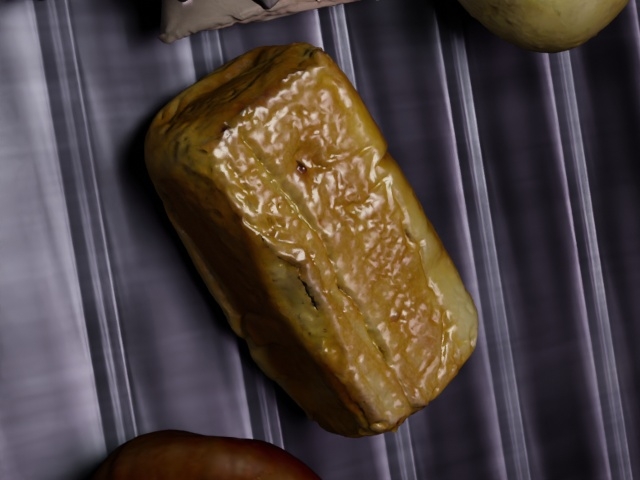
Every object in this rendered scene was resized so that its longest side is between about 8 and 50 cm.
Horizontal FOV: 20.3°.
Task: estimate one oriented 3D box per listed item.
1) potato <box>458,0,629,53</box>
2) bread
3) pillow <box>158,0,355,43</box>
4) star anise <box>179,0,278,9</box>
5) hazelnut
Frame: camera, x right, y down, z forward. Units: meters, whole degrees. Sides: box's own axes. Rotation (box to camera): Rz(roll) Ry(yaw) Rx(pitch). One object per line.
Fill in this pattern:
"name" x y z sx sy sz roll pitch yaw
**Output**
"potato" 0.181 -0.277 1.478 0.243 0.285 0.242 -5 115 -10
"bread" 0.000 0.000 1.353 0.167 0.132 0.294 -45 115 -32
"pillow" -0.037 -0.256 1.385 0.270 0.067 0.173 -17 91 -39
"star anise" -0.099 -0.264 1.246 0.283 0.129 0.212 5 88 4
"hazelnut" -0.071 0.210 1.263 0.204 0.178 0.178 13 77 -7
